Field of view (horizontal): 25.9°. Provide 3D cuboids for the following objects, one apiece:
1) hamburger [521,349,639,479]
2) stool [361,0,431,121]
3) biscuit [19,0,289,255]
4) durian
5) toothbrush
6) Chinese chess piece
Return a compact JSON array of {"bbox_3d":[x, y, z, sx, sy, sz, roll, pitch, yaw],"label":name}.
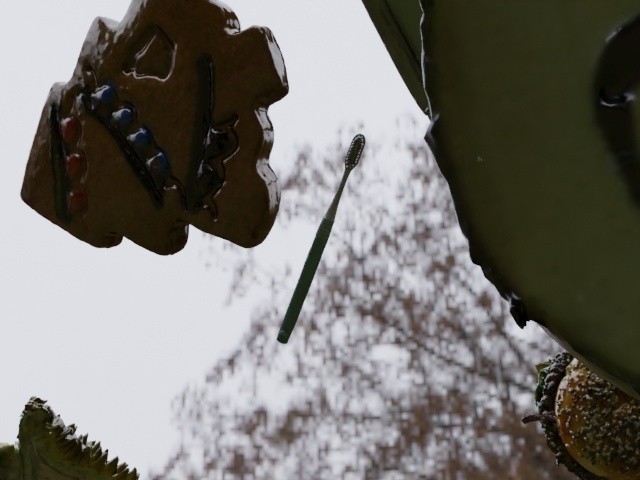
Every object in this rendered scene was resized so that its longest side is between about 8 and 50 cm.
[{"bbox_3d":[0.286,0.147,1.253,0.189,0.164,0.093,-34,-9,-2],"label":"hamburger"},{"bbox_3d":[0.185,-0.292,1.410,0.269,0.170,0.244,-21,-81,49],"label":"stool"},{"bbox_3d":[-0.155,-0.091,1.211,0.301,0.278,0.043,-30,-16,27],"label":"biscuit"},{"bbox_3d":[-0.245,0.279,1.337,0.172,0.166,0.306,5,-70,35],"label":"durian"},{"bbox_3d":[0.000,0.000,1.017,0.011,0.014,0.167,22,-80,3],"label":"toothbrush"},{"bbox_3d":[0.214,-0.084,0.601,0.349,0.349,0.146,-26,-13,29],"label":"Chinese chess piece"}]
